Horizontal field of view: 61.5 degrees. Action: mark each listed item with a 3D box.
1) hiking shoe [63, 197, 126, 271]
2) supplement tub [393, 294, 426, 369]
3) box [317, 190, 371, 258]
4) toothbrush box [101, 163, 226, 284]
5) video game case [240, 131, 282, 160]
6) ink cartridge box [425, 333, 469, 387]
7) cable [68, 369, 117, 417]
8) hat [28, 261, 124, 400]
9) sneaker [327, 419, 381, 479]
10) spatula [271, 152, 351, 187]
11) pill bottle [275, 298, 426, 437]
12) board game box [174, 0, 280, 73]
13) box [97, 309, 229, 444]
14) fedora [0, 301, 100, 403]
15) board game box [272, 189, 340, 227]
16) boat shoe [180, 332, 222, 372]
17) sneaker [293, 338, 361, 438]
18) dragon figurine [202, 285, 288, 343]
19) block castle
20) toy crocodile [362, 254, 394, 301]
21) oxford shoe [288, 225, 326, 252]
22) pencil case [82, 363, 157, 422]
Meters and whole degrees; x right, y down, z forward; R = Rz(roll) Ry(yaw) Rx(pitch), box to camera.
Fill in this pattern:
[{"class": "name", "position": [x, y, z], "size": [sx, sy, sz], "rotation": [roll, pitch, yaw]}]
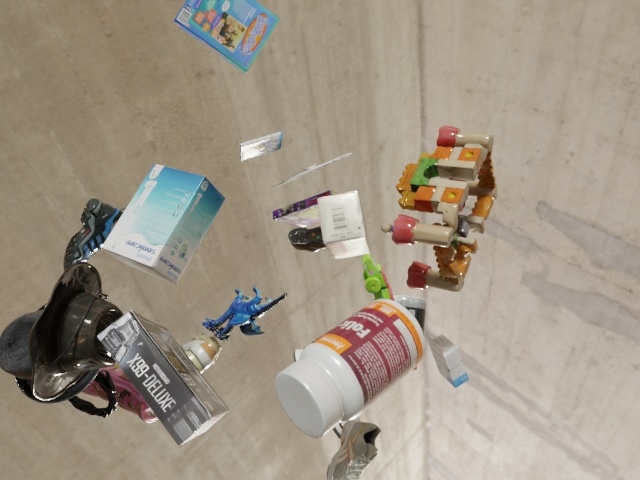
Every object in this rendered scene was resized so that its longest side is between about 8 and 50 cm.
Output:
[{"class": "hiking shoe", "position": [-0.788, 0.010, 1.867], "size": [0.132, 0.304, 0.113], "rotation": [22, 13, -36]}, {"class": "supplement tub", "position": [0.363, 0.408, 2.388], "size": [0.193, 0.193, 0.316], "rotation": [-15, -113, 62]}, {"class": "box", "position": [0.076, -0.042, 1.668], "size": [0.232, 0.126, 0.149], "rotation": [57, 24, -74]}, {"class": "toothbrush box", "position": [-0.446, -0.052, 1.542], "size": [0.216, 0.296, 0.126], "rotation": [15, -21, 30]}, {"class": "video game case", "position": [-0.227, -0.359, 2.058], "size": [0.119, 0.166, 0.015], "rotation": [112, -44, -69]}, {"class": "ink cartridge box", "position": [0.425, 0.391, 1.807], "size": [0.180, 0.060, 0.104], "rotation": [67, -11, -23]}, {"class": "cable", "position": [-0.706, 0.477, 1.658], "size": [0.047, 0.150, 0.185], "rotation": [-104, -173, -66]}, {"class": "hat", "position": [-0.531, 0.220, 1.246], "size": [0.133, 0.332, 0.331], "rotation": [13, -32, 0]}, {"class": "sneaker", "position": [0.107, 0.655, 1.610], "size": [0.121, 0.263, 0.099], "rotation": [-17, -54, 35]}, {"class": "spatula", "position": [-0.025, -0.226, 1.689], "size": [0.242, 0.168, 0.019], "rotation": [-18, -82, 39]}, {"class": "pill bottle", "position": [0.084, 0.336, 1.449], "size": [0.224, 0.392, 0.224], "rotation": [28, -49, 37]}, {"class": "board game box", "position": [-0.231, -0.546, 1.341], "size": [0.210, 0.160, 0.047], "rotation": [33, 1, -15]}, {"class": "box", "position": [-0.296, 0.273, 1.069], "size": [0.242, 0.076, 0.307], "rotation": [49, -13, 10]}, {"class": "fedora", "position": [-0.747, 0.283, 1.460], "size": [0.334, 0.334, 0.152], "rotation": [38, 0, 25]}, {"class": "board game box", "position": [-0.019, -0.134, 2.368], "size": [0.346, 0.208, 0.056], "rotation": [-17, -106, 40]}, {"class": "boat shoe", "position": [-0.365, 0.347, 1.653], "size": [0.113, 0.103, 0.302], "rotation": [56, -21, -6]}, {"class": "sneaker", "position": [0.115, 0.542, 1.983], "size": [0.448, 0.257, 0.169], "rotation": [59, 3, -6]}, {"class": "dragon figurine", "position": [-0.195, 0.207, 1.463], "size": [0.289, 0.144, 0.085], "rotation": [-6, -35, 37]}, {"class": "block castle", "position": [0.361, -0.099, 1.606], "size": [0.212, 0.453, 0.303], "rotation": [11, -33, 31]}, {"class": "toy crocodile", "position": [0.241, 0.201, 2.119], "size": [0.115, 0.105, 0.341], "rotation": [-88, 157, -70]}, {"class": "oxford shoe", "position": [0.000, 0.000, 2.004], "size": [0.227, 0.083, 0.096], "rotation": [2, -37, 11]}, {"class": "pencil case", "position": [-0.692, 0.489, 1.840], "size": [0.385, 0.167, 0.160], "rotation": [14, -76, 22]}]
